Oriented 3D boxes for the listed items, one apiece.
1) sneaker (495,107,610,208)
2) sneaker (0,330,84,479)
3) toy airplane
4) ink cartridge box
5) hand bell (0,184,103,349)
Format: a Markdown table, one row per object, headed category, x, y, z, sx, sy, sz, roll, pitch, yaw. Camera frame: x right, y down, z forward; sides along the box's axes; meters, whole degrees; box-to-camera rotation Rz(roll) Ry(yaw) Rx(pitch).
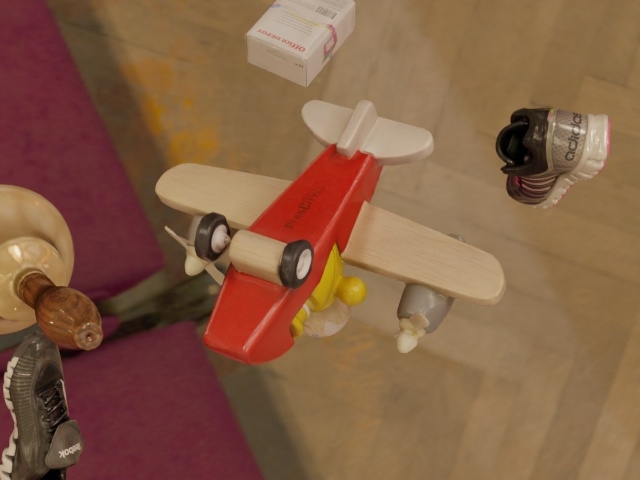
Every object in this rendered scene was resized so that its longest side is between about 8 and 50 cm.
| category | x | y | z | sx | sy | sz | roll | pitch | yaw |
| --- | --- | --- | --- | --- | --- | --- | --- | --- | --- |
| sneaker | 0.174 | -0.071 | 1.068 | 0.074 | 0.170 | 0.063 | 15 | 79 | -7 |
| sneaker | -0.325 | 0.220 | 1.578 | 0.106 | 0.078 | 0.234 | 28 | 121 | 30 |
| toy airplane | 0.000 | 0.000 | 1.716 | 0.384 | 0.273 | 0.386 | -14 | 42 | -11 |
| ink cartridge box | -0.024 | -0.258 | 1.635 | 0.088 | 0.122 | 0.052 | 25 | 145 | 18 |
| hand bell | -0.209 | 0.038 | 0.975 | 0.242 | 0.126 | 0.126 | 22 | 104 | 61 |
